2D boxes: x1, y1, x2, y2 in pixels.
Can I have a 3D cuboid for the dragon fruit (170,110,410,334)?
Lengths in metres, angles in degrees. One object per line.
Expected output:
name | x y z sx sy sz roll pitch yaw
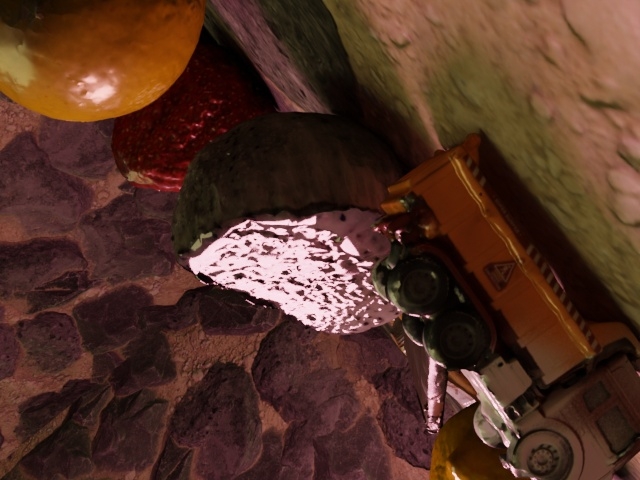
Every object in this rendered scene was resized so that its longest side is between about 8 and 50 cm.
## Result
dragon fruit | 0.003 -0.044 0.684 0.283 0.204 0.221 33 -143 -39

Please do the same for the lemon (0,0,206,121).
lemon | -0.285 -0.293 0.756 0.297 0.297 0.297 50 176 5

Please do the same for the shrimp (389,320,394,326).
shrimp | 0.190 0.184 1.681 0.296 0.058 0.169 54 -177 0

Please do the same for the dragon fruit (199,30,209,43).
dragon fruit | -0.297 -0.383 1.218 0.134 0.262 0.211 -83 -5 -47

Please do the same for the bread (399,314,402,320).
bread | 0.130 0.065 0.995 0.077 0.084 0.367 0 144 29

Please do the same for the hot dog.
hot dog | 0.263 0.262 1.356 0.270 0.082 0.162 43 -174 -7

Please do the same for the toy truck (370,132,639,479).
toy truck | 0.142 0.060 0.486 0.270 0.135 0.114 55 178 -4

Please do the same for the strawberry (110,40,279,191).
strawberry | -0.226 -0.198 1.061 0.250 0.288 0.238 2 125 57

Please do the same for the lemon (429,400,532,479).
lemon | 0.265 0.336 0.872 0.228 0.228 0.253 48 -177 37

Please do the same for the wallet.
wallet | 0.146 0.133 0.875 0.317 0.044 0.169 78 180 -50
